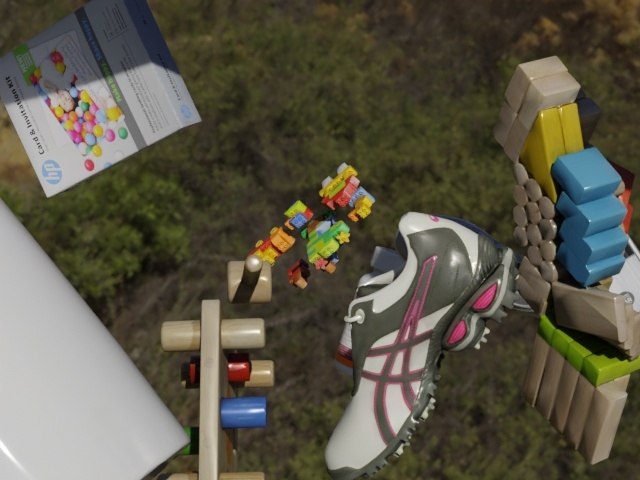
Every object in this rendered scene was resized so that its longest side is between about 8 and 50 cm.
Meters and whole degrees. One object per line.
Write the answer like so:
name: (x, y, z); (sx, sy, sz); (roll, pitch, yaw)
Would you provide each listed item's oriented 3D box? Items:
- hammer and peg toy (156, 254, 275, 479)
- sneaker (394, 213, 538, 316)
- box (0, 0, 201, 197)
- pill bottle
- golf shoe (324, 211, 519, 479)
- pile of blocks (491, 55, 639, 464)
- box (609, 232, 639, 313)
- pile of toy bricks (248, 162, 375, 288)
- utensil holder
hammer and peg toy: (-0.126, 0.175, 1.474); (0.127, 0.361, 0.266); (-1, -20, 1)
sneaker: (0.249, 0.032, 1.830); (0.281, 0.105, 0.115); (21, -1, 4)
box: (-0.220, -0.141, 1.148); (0.038, 0.186, 0.145); (-29, 96, -57)
pill bottle: (0.109, 0.129, 2.050); (0.121, 0.221, 0.121); (17, 4, -1)
golf shoe: (0.064, 0.097, 1.078); (0.120, 0.272, 0.105); (31, 17, -4)
pile of blocks: (0.253, 0.012, 1.069); (0.113, 0.362, 0.149); (-17, 18, -26)
box: (0.524, 0.067, 2.046); (0.290, 0.087, 0.169); (61, 14, 17)
pile of toy bricks: (0.000, 0.000, 1.757); (0.118, 0.212, 0.105); (40, 19, -26)
utensil holder: (-0.369, 0.155, 1.211); (0.385, 0.328, 0.327); (50, 15, 6)
